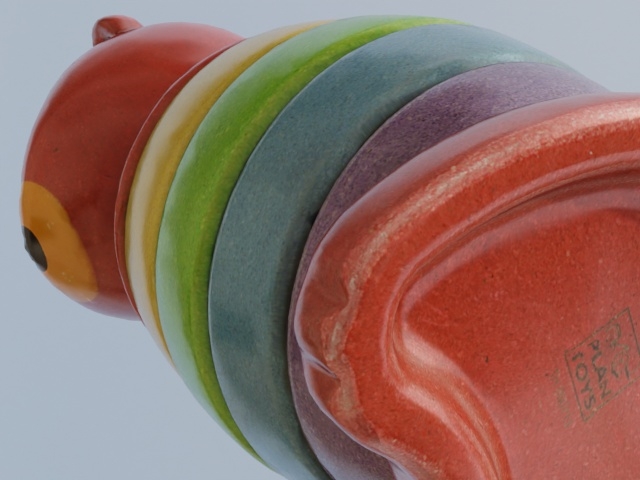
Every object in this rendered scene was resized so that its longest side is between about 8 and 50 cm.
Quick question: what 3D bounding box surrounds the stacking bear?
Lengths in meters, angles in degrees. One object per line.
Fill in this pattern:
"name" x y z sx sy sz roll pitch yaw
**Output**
"stacking bear" 0.000 0.000 0.569 0.289 0.164 0.175 25 -38 51
